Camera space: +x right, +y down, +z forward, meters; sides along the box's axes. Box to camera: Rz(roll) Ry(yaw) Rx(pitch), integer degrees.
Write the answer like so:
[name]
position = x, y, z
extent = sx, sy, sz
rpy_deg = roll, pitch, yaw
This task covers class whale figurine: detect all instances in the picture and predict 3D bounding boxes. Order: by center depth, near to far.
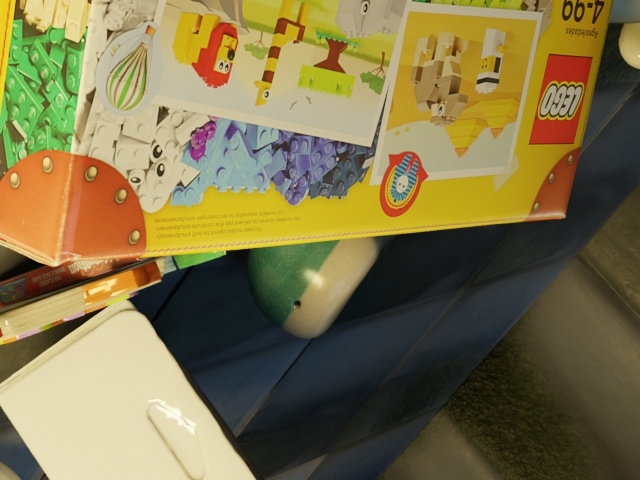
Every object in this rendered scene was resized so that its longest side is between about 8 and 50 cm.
[whale figurine]
position = 0.000, 0.000, 1.733
extent = 0.216, 0.141, 0.272
rpy_deg = -57, 180, 37

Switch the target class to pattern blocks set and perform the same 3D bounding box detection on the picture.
[pattern blocks set]
position = -0.240, 0.062, 1.232
extent = 0.325, 0.026, 0.285
rpy_deg = -21, -177, -29

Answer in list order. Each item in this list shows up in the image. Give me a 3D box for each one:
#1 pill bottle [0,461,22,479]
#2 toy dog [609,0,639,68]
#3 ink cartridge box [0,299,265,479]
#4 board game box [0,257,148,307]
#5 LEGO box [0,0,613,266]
[pill bottle]
position = -0.444, 0.360, 1.606
extent = 0.221, 0.124, 0.124
rpy_deg = -50, 159, 23
[toy dog]
position = 0.274, -0.311, 1.252
extent = 0.408, 0.284, 0.395
rpy_deg = -35, 117, 6
[ink cartridge box]
position = -0.176, 0.236, 1.474
extent = 0.166, 0.285, 0.395
rpy_deg = -35, 174, -7
[board game box]
position = -0.195, 0.016, 1.287
extent = 0.145, 0.027, 0.281
rpy_deg = -19, -179, -42
[LEGO box]
position = -0.008, -0.200, 0.874
extent = 0.500, 0.193, 0.372
rpy_deg = -6, 111, -50
